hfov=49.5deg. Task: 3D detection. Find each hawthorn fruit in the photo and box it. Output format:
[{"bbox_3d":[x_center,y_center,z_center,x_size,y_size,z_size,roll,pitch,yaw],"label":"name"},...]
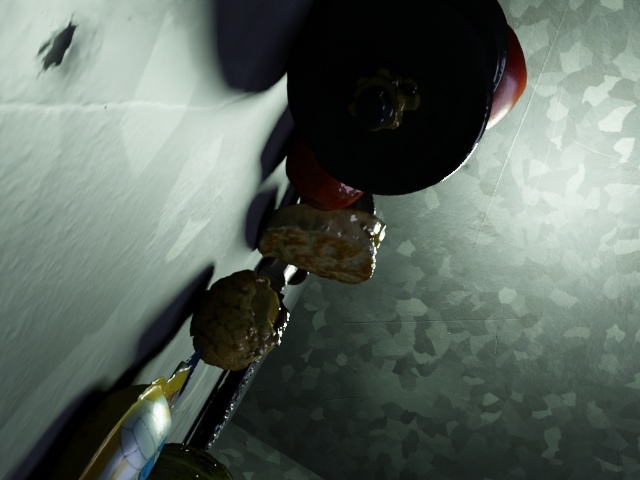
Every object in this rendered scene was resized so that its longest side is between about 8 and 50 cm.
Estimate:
[{"bbox_3d":[0.014,-0.094,0.851,0.128,0.128,0.128,-59,177,-6],"label":"hawthorn fruit"}]

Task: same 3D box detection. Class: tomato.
[{"bbox_3d":[0.312,-0.389,1.564,0.299,0.298,0.226,-58,143,-20],"label":"tomato"}]

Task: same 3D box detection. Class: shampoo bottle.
[{"bbox_3d":[-0.041,0.001,1.301,0.227,0.055,0.086,-57,178,-40],"label":"shampoo bottle"}]

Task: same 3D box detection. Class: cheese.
[{"bbox_3d":[-0.186,0.191,0.682,0.177,0.069,0.270,-61,177,22],"label":"cheese"}]

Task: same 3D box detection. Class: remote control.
[{"bbox_3d":[-0.234,0.386,1.754,0.399,0.062,0.144,-61,177,5],"label":"remote control"}]

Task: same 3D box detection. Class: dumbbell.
[{"bbox_3d":[0.093,-0.176,0.710,0.185,0.185,0.388,-61,176,28],"label":"dumbbell"}]

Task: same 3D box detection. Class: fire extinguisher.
[{"bbox_3d":[-0.035,0.056,1.537,0.071,0.099,0.231,-39,179,10],"label":"fire extinguisher"}]

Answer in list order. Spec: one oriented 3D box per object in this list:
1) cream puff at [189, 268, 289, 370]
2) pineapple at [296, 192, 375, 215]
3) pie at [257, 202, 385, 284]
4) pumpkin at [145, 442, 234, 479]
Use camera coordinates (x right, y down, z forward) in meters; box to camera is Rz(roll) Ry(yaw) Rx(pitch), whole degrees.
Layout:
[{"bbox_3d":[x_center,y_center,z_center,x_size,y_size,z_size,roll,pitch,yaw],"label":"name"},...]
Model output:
[{"bbox_3d":[-0.101,0.096,0.828,0.119,0.104,0.133,-38,-164,9],"label":"cream puff"},{"bbox_3d":[0.044,-0.078,1.120,0.310,0.141,0.170,111,-28,-48],"label":"pineapple"},{"bbox_3d":[0.000,0.000,1.024,0.205,0.178,0.084,113,-9,-66],"label":"pie"},{"bbox_3d":[-0.240,0.435,0.972,0.321,0.192,0.320,-61,175,-9],"label":"pumpkin"}]
